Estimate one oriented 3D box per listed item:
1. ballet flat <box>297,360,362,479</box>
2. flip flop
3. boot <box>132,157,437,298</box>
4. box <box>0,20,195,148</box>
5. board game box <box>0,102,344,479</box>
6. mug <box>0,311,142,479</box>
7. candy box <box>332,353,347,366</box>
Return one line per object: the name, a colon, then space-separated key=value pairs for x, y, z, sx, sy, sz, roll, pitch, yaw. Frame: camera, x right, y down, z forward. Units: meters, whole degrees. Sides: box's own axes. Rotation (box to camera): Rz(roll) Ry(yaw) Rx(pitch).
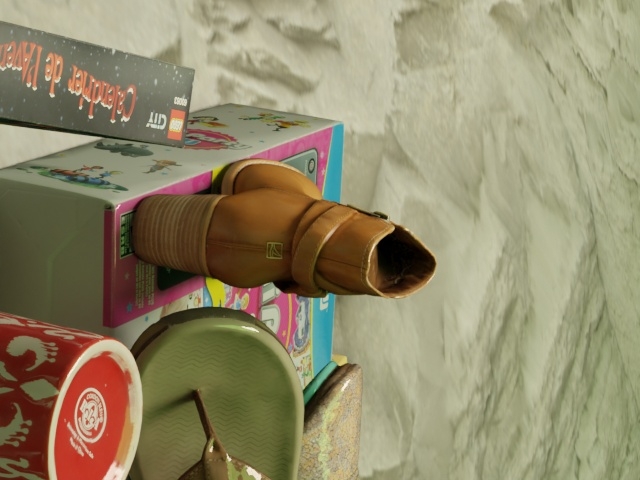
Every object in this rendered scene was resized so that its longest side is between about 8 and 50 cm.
ballet flat: x=-0.043 y=0.217 z=1.263 sx=0.316 sy=0.106 sz=0.107 roll=-52 pitch=177 yaw=18
flip flop: x=-0.060 y=0.169 z=1.141 sx=0.080 sy=0.112 sz=0.277 roll=-135 pitch=-133 yaw=-63
boot: x=0.000 y=0.000 z=1.171 sx=0.197 sy=0.152 sz=0.073 roll=-20 pitch=115 yaw=-62
box: x=-0.184 y=-0.083 z=0.954 sx=0.233 sy=0.159 sz=0.044 roll=5 pitch=93 yaw=-67
board game box: x=-0.093 y=0.045 z=1.282 sx=0.303 sy=0.097 sz=0.224 roll=-27 pitch=123 yaw=-62
mug: x=-0.176 y=0.080 z=1.011 sx=0.150 sy=0.169 sz=0.113 roll=2 pitch=95 yaw=-66
candy box: x=-0.035 y=0.175 z=1.510 sx=0.187 sy=0.053 sz=0.109 roll=-50 pitch=141 yaw=-53
